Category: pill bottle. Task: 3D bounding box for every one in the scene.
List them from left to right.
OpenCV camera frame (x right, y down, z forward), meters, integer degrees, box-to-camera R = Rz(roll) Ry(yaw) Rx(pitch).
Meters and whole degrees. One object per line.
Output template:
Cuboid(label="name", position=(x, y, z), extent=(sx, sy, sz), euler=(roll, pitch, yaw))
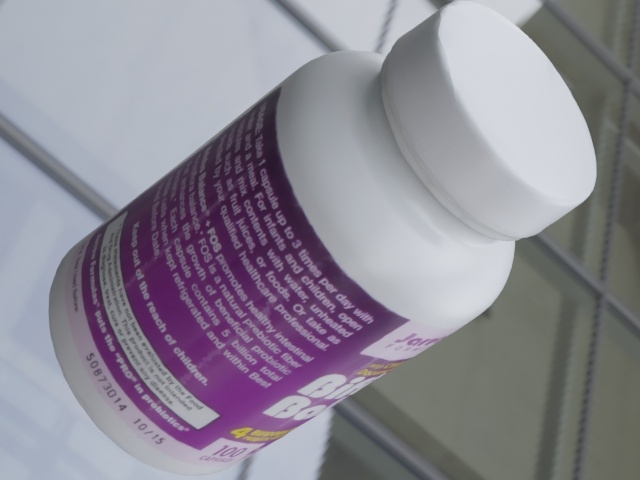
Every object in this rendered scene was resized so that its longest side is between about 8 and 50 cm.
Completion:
Cuboid(label="pill bottle", position=(0.000, 0.000, 0.965), extent=(0.301, 0.169, 0.169), euler=(-35, -156, 33))
